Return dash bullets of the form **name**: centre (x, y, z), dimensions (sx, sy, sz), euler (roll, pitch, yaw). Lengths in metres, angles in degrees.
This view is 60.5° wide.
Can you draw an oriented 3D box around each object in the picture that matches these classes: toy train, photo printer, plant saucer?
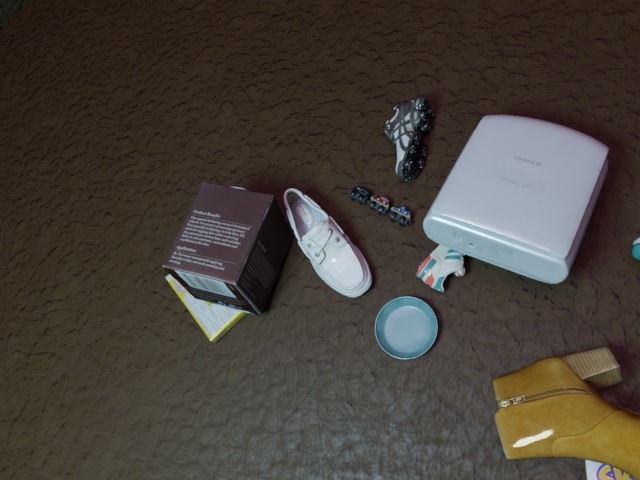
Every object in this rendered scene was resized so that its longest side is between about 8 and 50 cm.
- **toy train**: centre (0.128, -0.074, 1.152), dimensions (0.158, 0.027, 0.036), euler (31, 71, 29)
- **photo printer**: centre (0.364, -0.097, 0.995), dimensions (0.255, 0.107, 0.308), euler (22, 62, 23)
- **plant saucer**: centre (0.163, 0.166, 1.038), dimensions (0.119, 0.021, 0.120), euler (-8, 66, 18)

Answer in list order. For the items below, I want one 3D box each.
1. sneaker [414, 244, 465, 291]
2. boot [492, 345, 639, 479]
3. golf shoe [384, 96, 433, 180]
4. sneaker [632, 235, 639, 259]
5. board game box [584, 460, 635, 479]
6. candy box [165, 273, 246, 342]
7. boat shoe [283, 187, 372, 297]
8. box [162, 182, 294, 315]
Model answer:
- **sneaker**: centre (0.256, 0.028, 1.051), dimensions (0.075, 0.057, 0.161), euler (42, 84, 12)
- **boot**: centre (0.383, 0.302, 0.821), dimensions (0.211, 0.104, 0.295), euler (-27, 34, 17)
- **golf shoe**: centre (0.178, -0.213, 1.173), dimensions (0.093, 0.077, 0.198), euler (2, 61, 33)
- **sneaker**: centre (0.630, 0.069, 0.863), dimensions (0.275, 0.107, 0.110), euler (28, 89, 28)
- **board game box**: centre (0.465, 0.402, 0.811), dimensions (0.124, 0.039, 0.260), euler (-4, 60, 20)
- **candy box**: centre (-0.251, 0.116, 1.211), dimensions (0.105, 0.027, 0.206), euler (-43, 60, -1)
- **boat shoe**: centre (0.000, 0.000, 1.127), dimensions (0.098, 0.096, 0.277), euler (-40, 61, 0)
- **box**: centre (-0.180, 0.018, 1.128), dimensions (0.168, 0.167, 0.203), euler (12, 65, 20)
